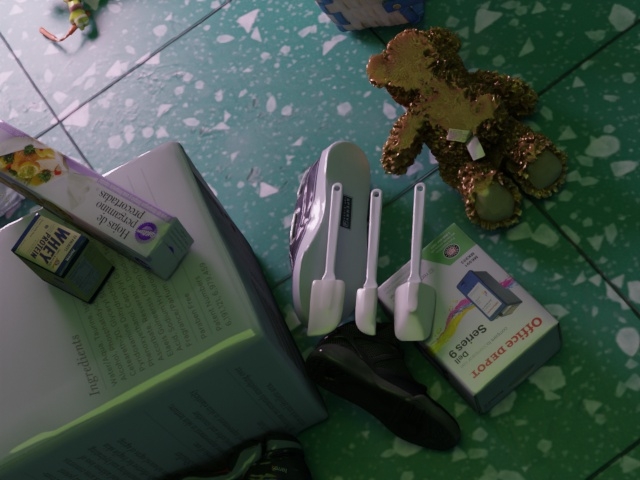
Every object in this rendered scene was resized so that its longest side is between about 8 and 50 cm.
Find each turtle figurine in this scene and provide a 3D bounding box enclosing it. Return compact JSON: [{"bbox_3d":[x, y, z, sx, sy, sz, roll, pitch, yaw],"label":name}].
[{"bbox_3d":[-0.435,-0.491,2.077,0.217,0.087,0.269,-27,61,2],"label":"turtle figurine"}]

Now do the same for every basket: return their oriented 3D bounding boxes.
[{"bbox_3d":[0.121,-0.463,1.843,0.289,0.201,0.254,-16,60,19],"label":"basket"}]

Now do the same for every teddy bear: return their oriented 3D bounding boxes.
[{"bbox_3d":[0.211,-0.163,1.741,0.338,0.113,0.245,34,85,19],"label":"teddy bear"}]

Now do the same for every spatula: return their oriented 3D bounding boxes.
[{"bbox_3d":[0.076,0.025,1.617,0.168,0.019,0.242,-1,60,13],"label":"spatula"}]

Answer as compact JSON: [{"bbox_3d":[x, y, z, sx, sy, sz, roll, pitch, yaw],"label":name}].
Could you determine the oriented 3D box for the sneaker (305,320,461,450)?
[{"bbox_3d":[0.103,0.185,1.595,0.228,0.087,0.130,31,45,7],"label":"sneaker"}]

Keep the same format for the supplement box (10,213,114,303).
[{"bbox_3d":[-0.308,0.022,1.416,0.083,0.083,0.056,23,71,25],"label":"supplement box"}]

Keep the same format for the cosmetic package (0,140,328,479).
[{"bbox_3d":[-0.258,0.144,1.579,0.394,0.329,0.327,-27,60,1],"label":"cosmetic package"}]

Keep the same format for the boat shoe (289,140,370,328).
[{"bbox_3d":[0.000,0.000,1.712,0.102,0.108,0.301,-32,45,50],"label":"boat shoe"}]

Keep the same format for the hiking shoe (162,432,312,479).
[{"bbox_3d":[-0.145,0.372,1.560,0.304,0.113,0.132,-28,60,1],"label":"hiking shoe"}]

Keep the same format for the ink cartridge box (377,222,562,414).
[{"bbox_3d":[0.201,0.106,1.607,0.154,0.093,0.212,-39,63,-6],"label":"ink cartridge box"}]

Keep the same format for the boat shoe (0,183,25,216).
[{"bbox_3d":[-0.601,-0.155,1.946,0.320,0.118,0.103,40,76,21],"label":"boat shoe"}]

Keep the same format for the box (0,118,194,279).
[{"bbox_3d":[-0.302,-0.056,1.468,0.324,0.067,0.063,28,74,27],"label":"box"}]
